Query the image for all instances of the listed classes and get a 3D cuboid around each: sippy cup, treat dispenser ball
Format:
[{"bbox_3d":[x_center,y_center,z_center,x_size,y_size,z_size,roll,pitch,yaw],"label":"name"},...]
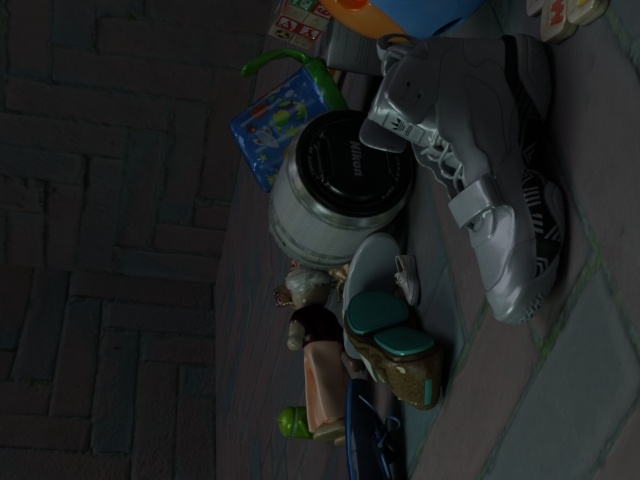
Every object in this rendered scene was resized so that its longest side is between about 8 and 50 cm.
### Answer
[{"bbox_3d":[-0.053,-0.215,2.018,0.305,0.224,0.240,60,178,42],"label":"sippy cup"},{"bbox_3d":[0.112,-0.416,1.374,0.288,0.288,0.288,-174,90,-78],"label":"treat dispenser ball"}]

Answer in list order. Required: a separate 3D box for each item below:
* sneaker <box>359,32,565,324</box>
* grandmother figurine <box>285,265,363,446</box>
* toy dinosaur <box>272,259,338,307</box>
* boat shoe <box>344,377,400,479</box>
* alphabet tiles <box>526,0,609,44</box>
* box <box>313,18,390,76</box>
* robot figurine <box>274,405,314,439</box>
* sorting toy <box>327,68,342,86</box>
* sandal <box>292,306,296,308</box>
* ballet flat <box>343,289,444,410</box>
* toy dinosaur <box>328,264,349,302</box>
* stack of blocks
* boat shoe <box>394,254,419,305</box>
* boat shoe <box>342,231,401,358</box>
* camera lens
[{"bbox_3d":[0.157,-0.084,1.167,0.137,0.210,0.366,123,151,-66],"label":"sneaker"},{"bbox_3d":[0.000,0.195,1.837,0.208,0.104,0.342,40,-147,-56],"label":"grandmother figurine"},{"bbox_3d":[0.000,0.000,2.146,0.296,0.127,0.200,-63,28,28],"label":"toy dinosaur"},{"bbox_3d":[0.087,0.347,1.612,0.109,0.089,0.258,90,175,-64],"label":"boat shoe"},{"bbox_3d":[0.293,-0.376,1.140,0.278,0.021,0.284,157,119,-77],"label":"alphabet tiles"},{"bbox_3d":[0.069,-0.431,2.014,0.181,0.119,0.182,-124,42,-72],"label":"box"},{"bbox_3d":[-0.036,0.381,2.101,0.101,0.115,0.067,176,101,-78],"label":"robot figurine"},{"bbox_3d":[0.042,-0.479,2.373,0.208,0.038,0.193,107,164,-44],"label":"sorting toy"},{"bbox_3d":[-0.057,0.136,2.426,0.088,0.079,0.240,113,160,-54],"label":"sandal"},{"bbox_3d":[0.115,0.176,1.558,0.342,0.116,0.124,-142,40,-72],"label":"ballet flat"},{"bbox_3d":[0.033,0.067,2.055,0.183,0.053,0.093,34,121,48],"label":"toy dinosaur"},{"bbox_3d":[-0.001,-0.541,1.932,0.171,0.087,0.297,142,145,-66],"label":"stack of blocks"},{"bbox_3d":[0.137,0.063,1.625,0.035,0.035,0.100,110,162,-49],"label":"boat shoe"},{"bbox_3d":[0.077,0.085,1.759,0.084,0.095,0.258,-107,26,-55],"label":"boat shoe"},{"bbox_3d":[0.029,-0.086,1.774,0.274,0.219,0.219,121,153,-65],"label":"camera lens"}]
